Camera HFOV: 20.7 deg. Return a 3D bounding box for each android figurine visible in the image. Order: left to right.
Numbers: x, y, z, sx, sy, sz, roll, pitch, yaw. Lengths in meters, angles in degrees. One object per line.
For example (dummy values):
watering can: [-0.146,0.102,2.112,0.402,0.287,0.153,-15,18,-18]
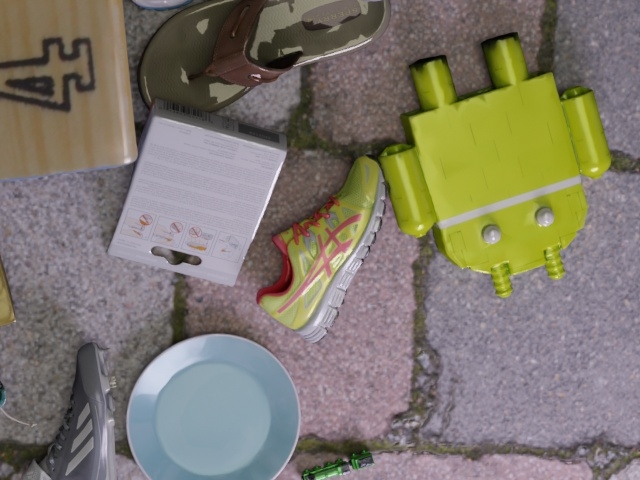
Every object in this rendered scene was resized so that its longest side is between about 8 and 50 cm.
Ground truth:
android figurine: [0.190,-0.077,1.881,0.248,0.056,0.272,-16,99,-9]

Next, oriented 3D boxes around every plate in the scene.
plate: [-0.114,0.190,1.870,0.188,0.024,0.188,-1,98,-10]

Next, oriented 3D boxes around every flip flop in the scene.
flip flop: [-0.057,-0.204,1.797,0.277,0.080,0.112,-18,100,-5]

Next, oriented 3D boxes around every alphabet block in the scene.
alphabet block: [-0.287,-0.186,1.671,0.193,0.192,0.197,-9,122,-12]

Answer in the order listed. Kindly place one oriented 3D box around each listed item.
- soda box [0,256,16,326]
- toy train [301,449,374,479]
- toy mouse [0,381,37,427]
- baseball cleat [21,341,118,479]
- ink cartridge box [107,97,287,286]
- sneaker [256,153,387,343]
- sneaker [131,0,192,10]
soda box: [-0.361,0.002,1.778,0.061,0.058,0.181,-15,101,-9]
toy train: [0.020,0.248,1.904,0.083,0.024,0.017,-18,100,-9]
toy mouse: [-0.366,0.185,1.814,0.143,0.031,0.161,1,98,-11]
baseball cleat: [-0.259,0.211,1.820,0.109,0.072,0.205,-6,95,-4]
ink cartridge box: [-0.128,-0.048,1.819,0.145,0.045,0.179,15,124,-13]
sneaker: [0.000,0.000,1.839,0.094,0.081,0.208,24,93,-11]
sneaker: [-0.107,-0.284,1.779,0.191,0.083,0.071,-19,102,-7]
